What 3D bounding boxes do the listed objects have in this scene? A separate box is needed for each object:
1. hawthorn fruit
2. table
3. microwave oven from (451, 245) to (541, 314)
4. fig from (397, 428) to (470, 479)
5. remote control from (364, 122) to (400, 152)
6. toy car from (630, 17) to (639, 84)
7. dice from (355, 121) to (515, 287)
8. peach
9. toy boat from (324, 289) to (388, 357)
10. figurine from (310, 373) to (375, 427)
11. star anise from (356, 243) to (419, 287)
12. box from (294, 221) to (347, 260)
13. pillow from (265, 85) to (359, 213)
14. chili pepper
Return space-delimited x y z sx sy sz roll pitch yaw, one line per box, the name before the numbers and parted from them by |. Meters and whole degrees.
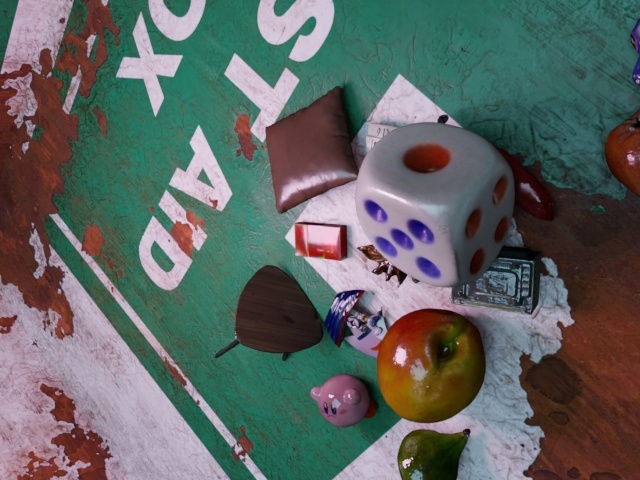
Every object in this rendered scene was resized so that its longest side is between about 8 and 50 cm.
hawthorn fruit | 0.733 -0.159 1.072 0.210 0.210 0.262 -33 105 33
table | -0.197 0.276 1.763 0.317 0.317 0.249 55 137 10
microwave oven | 0.454 0.098 1.342 0.205 0.129 0.163 4 104 31
fig | 0.351 0.642 1.514 0.235 0.203 0.203 -27 86 10
remote control | 0.235 -0.267 1.442 0.230 0.049 0.090 19 111 27
toy car | 0.723 -0.408 1.043 0.158 0.172 0.235 49 126 33
dice | 0.274 -0.087 1.252 0.304 0.277 0.304 25 150 37
peach | 0.295 0.342 1.407 0.308 0.308 0.332 36 149 21
toy boat | 0.143 0.300 1.637 0.318 0.072 0.219 49 119 2
figurine | 0.073 0.511 1.655 0.173 0.173 0.173 8 105 31
star anise | 0.230 0.024 1.491 0.214 0.099 0.220 -45 71 17
box | -0.001 0.000 1.655 0.175 0.048 0.112 5 104 32
pillow | -0.032 -0.268 1.549 0.306 0.108 0.307 -22 69 32
chili pepper | 0.436 -0.181 1.309 0.388 0.110 0.110 39 119 15
